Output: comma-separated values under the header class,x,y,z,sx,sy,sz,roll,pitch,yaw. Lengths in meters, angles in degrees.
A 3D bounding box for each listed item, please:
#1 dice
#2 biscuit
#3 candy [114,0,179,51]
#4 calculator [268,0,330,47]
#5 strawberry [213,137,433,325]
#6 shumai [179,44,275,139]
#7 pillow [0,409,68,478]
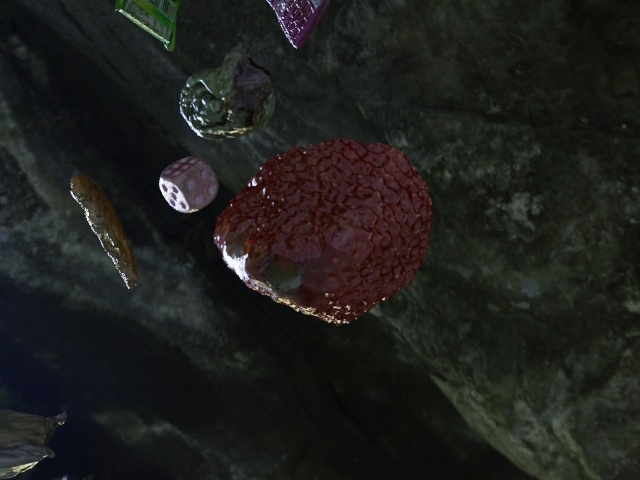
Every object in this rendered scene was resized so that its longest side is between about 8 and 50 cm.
class,x,y,z,sx,sy,sz,roll,pitch,yaw
dice,-0.281,-0.120,1.435,0.094,0.093,0.091,11,-46,41
biscuit,-0.370,-0.030,1.166,0.033,0.144,0.224,-22,-52,-7
candy,-0.320,-0.438,1.265,0.032,0.178,0.102,12,-94,23
calculator,-0.050,-0.468,1.263,0.034,0.191,0.127,-9,-27,-42
strawberry,0.000,0.000,0.961,0.311,0.351,0.268,-5,-72,16
shumai,-0.169,-0.275,1.216,0.184,0.184,0.142,8,-44,-5
pillow,-0.468,0.297,0.993,0.169,0.255,0.059,5,-93,-14
